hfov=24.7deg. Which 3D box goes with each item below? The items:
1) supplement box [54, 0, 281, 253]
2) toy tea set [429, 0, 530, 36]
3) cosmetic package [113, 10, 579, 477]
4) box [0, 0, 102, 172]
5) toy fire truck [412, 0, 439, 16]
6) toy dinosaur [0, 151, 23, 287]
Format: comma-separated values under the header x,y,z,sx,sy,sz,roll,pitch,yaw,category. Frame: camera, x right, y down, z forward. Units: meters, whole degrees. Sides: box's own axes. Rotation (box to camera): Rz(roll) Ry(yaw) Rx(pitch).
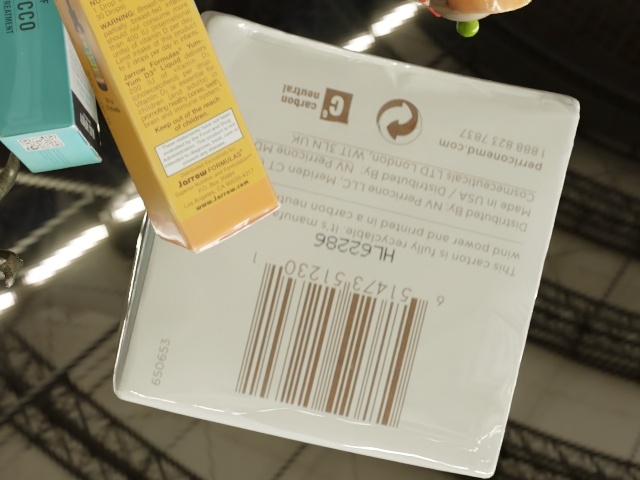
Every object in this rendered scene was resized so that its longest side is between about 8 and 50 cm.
x,y,z,sx,sy,sz,roll,pitch,yaw,category
-0.112,-0.113,0.981,0.080,0.233,0.078,-31,-160,-18,supplement box
0.250,-0.245,1.318,0.336,0.124,0.200,-11,-152,-10,toy tea set
0.000,0.000,1.359,0.329,0.327,0.393,13,180,-8,cosmetic package
-0.224,-0.185,1.155,0.060,0.244,0.100,-9,167,2,box
0.098,-0.309,1.573,0.192,0.047,0.135,9,-109,50,toy fire truck
-0.361,0.046,1.261,0.313,0.160,0.121,-59,-168,12,toy dinosaur
